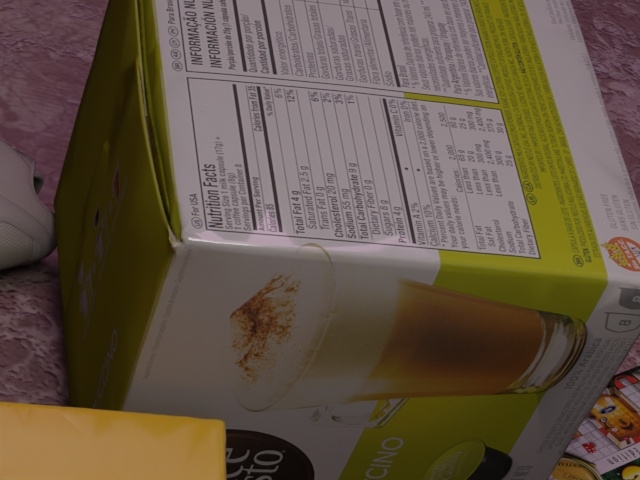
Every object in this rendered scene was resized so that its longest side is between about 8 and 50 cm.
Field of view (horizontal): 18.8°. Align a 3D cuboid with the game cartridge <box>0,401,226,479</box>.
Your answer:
[{"bbox_3d":[-0.197,0.254,1.173,0.285,0.052,0.323,6,64,-15],"label":"game cartridge"}]

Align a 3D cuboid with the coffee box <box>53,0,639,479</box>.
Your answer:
[{"bbox_3d":[0.000,0.000,1.416,0.334,0.337,0.338,5,47,-17],"label":"coffee box"}]

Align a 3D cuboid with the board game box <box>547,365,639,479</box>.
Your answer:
[{"bbox_3d":[0.256,0.171,1.596,0.260,0.030,0.136,-17,49,-38],"label":"board game box"}]

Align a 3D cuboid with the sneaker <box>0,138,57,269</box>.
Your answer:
[{"bbox_3d":[-0.306,-0.064,1.641,0.121,0.099,0.262,-4,47,-38],"label":"sneaker"}]
